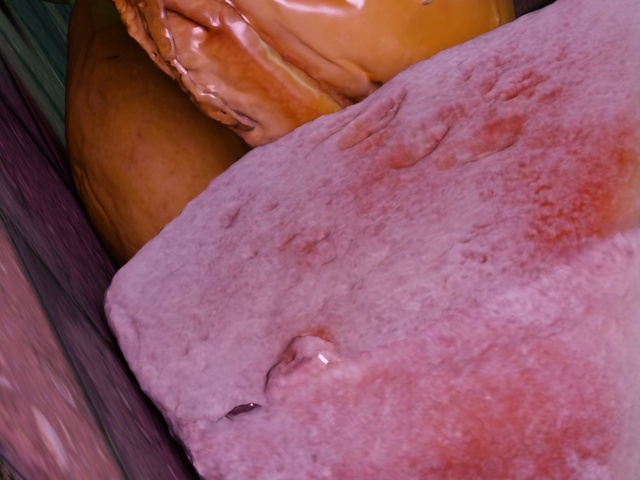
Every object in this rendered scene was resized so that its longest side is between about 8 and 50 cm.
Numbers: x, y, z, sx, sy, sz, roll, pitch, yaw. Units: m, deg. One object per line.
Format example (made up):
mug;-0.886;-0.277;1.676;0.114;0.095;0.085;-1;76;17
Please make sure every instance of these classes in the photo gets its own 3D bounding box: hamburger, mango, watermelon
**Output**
hamburger;-0.030;-0.168;0.923;0.318;0.158;0.318;40;22;-20
mango;-0.062;-0.041;1.080;0.195;0.142;0.331;51;7;-30
watermelon;0.030;0.058;0.806;0.258;0.387;0.228;18;32;-5

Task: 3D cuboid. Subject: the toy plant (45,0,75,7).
toy plant;-0.270;-0.331;1.513;0.316;0.184;0.224;35;-21;41
